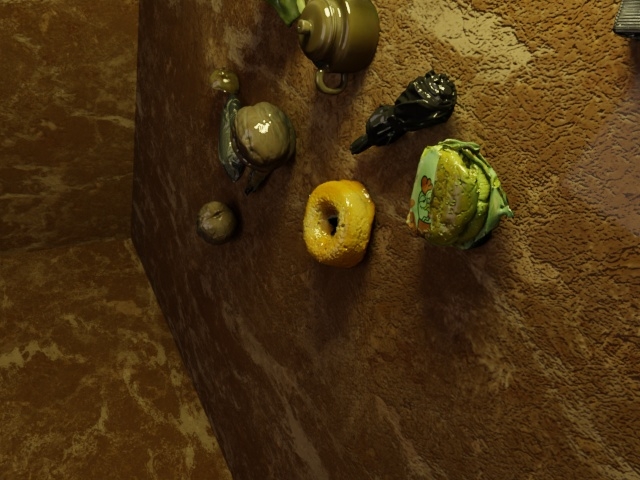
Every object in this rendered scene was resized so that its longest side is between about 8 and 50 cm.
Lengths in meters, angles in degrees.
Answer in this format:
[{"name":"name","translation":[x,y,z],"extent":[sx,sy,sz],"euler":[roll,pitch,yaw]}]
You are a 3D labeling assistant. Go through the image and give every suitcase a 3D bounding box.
[{"name":"suitcase","translation":[0.467,-0.312,0.582],"extent":[0.126,0.059,0.086],"euler":[32,122,47]}]

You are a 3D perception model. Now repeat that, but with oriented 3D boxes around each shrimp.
[{"name":"shrimp","translation":[-0.238,-0.295,1.604],"extent":[0.262,0.051,0.198],"euler":[-52,49,44]}]

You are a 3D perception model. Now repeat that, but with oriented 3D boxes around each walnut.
[{"name":"walnut","translation":[-0.179,-0.320,1.382],"extent":[0.224,0.224,0.224],"euler":[19,113,52]},{"name":"walnut","translation":[-0.441,-0.065,1.847],"extent":[0.230,0.178,0.178],"euler":[-37,68,58]}]

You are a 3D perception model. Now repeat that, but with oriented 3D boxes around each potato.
[{"name":"potato","translation":[-0.377,-0.626,1.670],"extent":[0.172,0.100,0.089],"euler":[47,129,42]}]

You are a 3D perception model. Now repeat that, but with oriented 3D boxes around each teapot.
[{"name":"teapot","translation":[0.021,-0.495,1.070],"extent":[0.185,0.175,0.268],"euler":[22,116,53]}]

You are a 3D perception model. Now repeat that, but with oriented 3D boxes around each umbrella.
[{"name":"umbrella","translation":[0.169,-0.266,0.997],"extent":[0.340,0.118,0.118],"euler":[-23,79,60]}]

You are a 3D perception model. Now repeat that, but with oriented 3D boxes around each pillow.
[{"name":"pillow","translation":[-0.321,-0.381,1.622],"extent":[0.161,0.092,0.335],"euler":[-39,53,52]}]

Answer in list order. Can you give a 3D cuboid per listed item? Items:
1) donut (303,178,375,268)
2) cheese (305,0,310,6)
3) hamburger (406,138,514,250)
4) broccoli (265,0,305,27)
[{"name":"donut","translation":[0.048,-0.048,1.209],"extent":[0.253,0.118,0.253],"euler":[-13,73,51]},{"name":"cheese","translation":[0.064,-0.686,1.084],"extent":[0.400,0.034,0.085],"euler":[-35,65,52]},{"name":"hamburger","translation":[0.269,-0.081,0.860],"extent":[0.235,0.125,0.214],"euler":[-122,28,-50]},{"name":"broccoli","translation":[-0.104,-0.726,1.183],"extent":[0.248,0.245,0.288],"euler":[-28,34,18]}]
